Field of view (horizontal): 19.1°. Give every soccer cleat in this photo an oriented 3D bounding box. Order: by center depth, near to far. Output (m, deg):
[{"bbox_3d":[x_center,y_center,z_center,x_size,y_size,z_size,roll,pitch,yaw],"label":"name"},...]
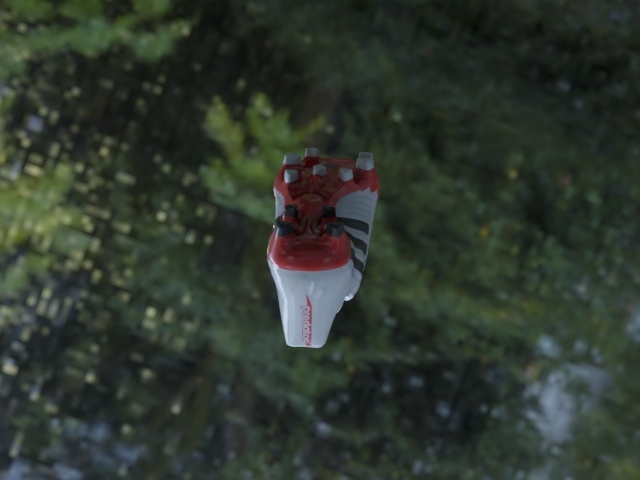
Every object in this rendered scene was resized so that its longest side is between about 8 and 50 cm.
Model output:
[{"bbox_3d":[0.000,0.000,0.508,0.029,0.035,0.083,4,-159,4],"label":"soccer cleat"}]
